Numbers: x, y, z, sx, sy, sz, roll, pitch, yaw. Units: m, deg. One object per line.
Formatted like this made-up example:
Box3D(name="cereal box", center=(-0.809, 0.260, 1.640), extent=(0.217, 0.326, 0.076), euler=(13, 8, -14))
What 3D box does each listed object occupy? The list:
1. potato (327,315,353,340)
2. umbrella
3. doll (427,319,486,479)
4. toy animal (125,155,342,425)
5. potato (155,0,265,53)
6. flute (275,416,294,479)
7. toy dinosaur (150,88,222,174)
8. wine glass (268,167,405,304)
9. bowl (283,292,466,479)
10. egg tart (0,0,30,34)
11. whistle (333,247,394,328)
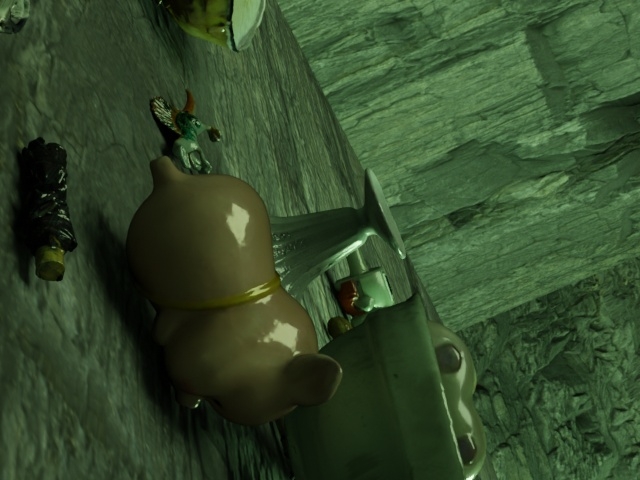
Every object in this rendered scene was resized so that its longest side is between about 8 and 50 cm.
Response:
Box3D(name="potato", center=(0.042, 0.161, 1.854), extent=(0.092, 0.045, 0.046), euler=(63, 7, -1))
Box3D(name="umbrella", center=(-0.202, -0.025, 0.860), extent=(0.144, 0.037, 0.040), euler=(-109, -176, -48))
Box3D(name="doll", center=(0.099, 0.212, 1.448), extent=(0.370, 0.226, 0.215), euler=(16, 52, -79))
Box3D(name="toy animal", center=(-0.092, 0.043, 1.011), extent=(0.248, 0.149, 0.165), euler=(61, 2, -8))
Box3D(name="potato", center=(-0.175, -0.414, 1.657), extent=(0.246, 0.196, 0.300), euler=(81, 18, -67))
Box3D(name="flute", center=(-0.058, 0.157, 1.310), extent=(0.027, 0.027, 0.233), euler=(48, 20, -65))
Box3D(name="toy dinosaur", center=(-0.168, -0.140, 1.401), extent=(0.106, 0.044, 0.187), euler=(31, 35, -50))
Box3D(name="wine glass", center=(0.000, 0.000, 1.527), extent=(0.165, 0.196, 0.165), euler=(-22, 90, -80))
Box3D(name="bowl", center=(0.063, 0.220, 1.139), extent=(0.307, 0.163, 0.307), euler=(-16, 90, -88))
Box3D(name="egg tart", center=(-0.276, -0.263, 0.858), extent=(0.234, 0.094, 0.234), euler=(61, 10, -18))
Box3D(name="whistle", center=(0.082, 0.098, 2.090), extent=(0.101, 0.105, 0.253), euler=(-8, -80, 67))
